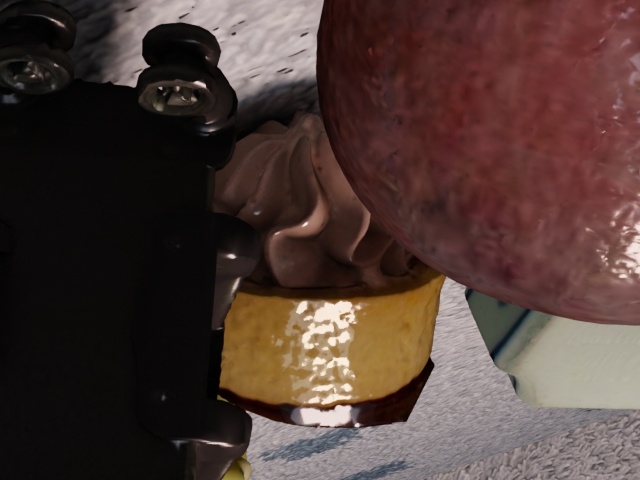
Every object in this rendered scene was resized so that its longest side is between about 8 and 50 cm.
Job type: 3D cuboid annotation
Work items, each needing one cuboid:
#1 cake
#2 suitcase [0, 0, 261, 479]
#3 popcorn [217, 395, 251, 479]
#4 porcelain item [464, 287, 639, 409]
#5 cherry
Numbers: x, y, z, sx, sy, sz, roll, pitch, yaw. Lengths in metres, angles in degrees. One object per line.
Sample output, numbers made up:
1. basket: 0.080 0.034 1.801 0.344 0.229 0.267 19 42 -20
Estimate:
1. cake: 0.000 0.000 0.760 0.208 0.185 0.178 9 115 -17
2. suitcase: -0.154 0.104 0.598 0.194 0.283 0.434 6 154 -10
3. popcorn: -0.224 0.190 0.953 0.336 0.274 0.279 0 -176 -20
4. porcelain item: 0.271 0.000 0.893 0.286 0.157 0.281 4 138 -20
5. cherry: 0.123 -0.087 0.516 0.261 0.221 0.307 14 150 24
